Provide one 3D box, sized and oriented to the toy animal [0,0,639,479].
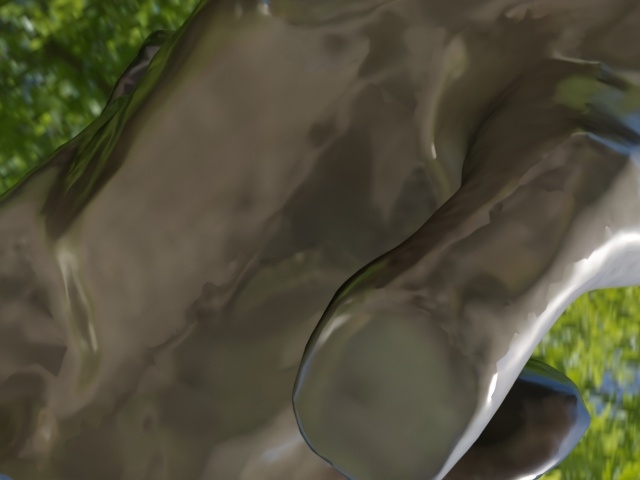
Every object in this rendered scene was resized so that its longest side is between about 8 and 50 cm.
[{"bbox_3d":[0.000,0.000,0.575,0.194,0.344,0.302,43,-141,7],"label":"toy animal"}]
